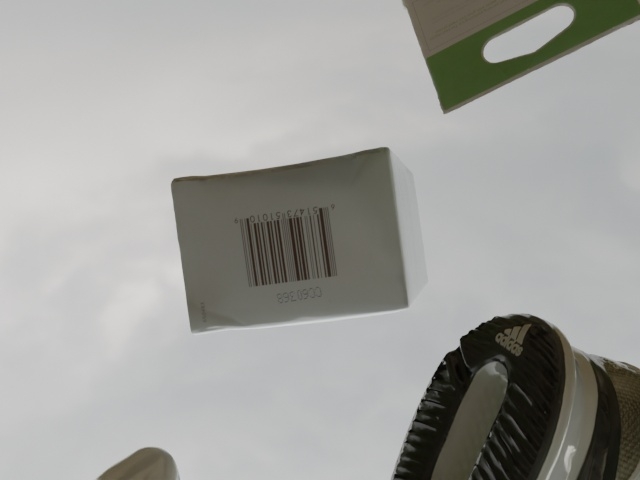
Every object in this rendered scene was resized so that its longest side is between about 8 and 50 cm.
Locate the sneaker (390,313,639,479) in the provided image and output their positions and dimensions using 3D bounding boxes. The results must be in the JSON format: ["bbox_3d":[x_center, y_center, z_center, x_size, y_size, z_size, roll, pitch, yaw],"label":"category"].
[{"bbox_3d":[0.129,0.289,0.584,0.257,0.448,0.169,23,-172,-21],"label":"sneaker"}]

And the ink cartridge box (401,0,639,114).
[{"bbox_3d":[0.151,-0.223,0.760,0.171,0.056,0.235,-25,-118,19],"label":"ink cartridge box"}]

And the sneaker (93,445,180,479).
[{"bbox_3d":[-0.201,0.239,0.715,0.085,0.086,0.237,23,-136,31],"label":"sneaker"}]

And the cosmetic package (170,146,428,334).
[{"bbox_3d":[0.000,0.000,1.006,0.217,0.156,0.385,-7,-179,7],"label":"cosmetic package"}]
